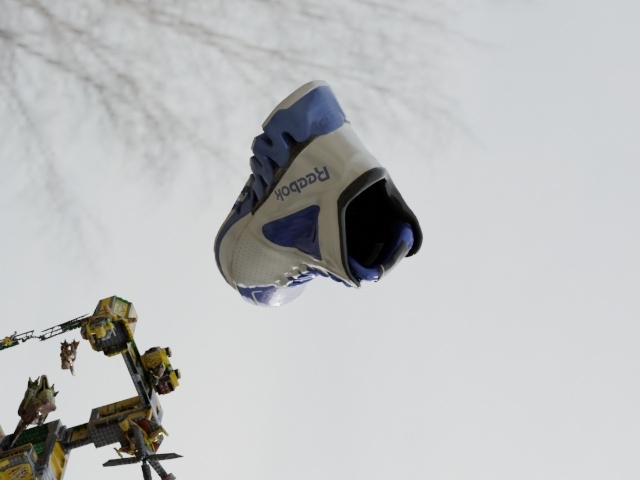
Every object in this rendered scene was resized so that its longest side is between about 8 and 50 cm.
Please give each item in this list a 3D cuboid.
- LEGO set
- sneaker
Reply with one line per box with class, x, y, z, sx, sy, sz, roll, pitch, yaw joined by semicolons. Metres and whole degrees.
LEGO set;-0.357;0.232;2.160;0.192;0.331;0.255;-92;171;-68
sneaker;0.000;-0.001;1.702;0.182;0.127;0.315;47;-33;21
